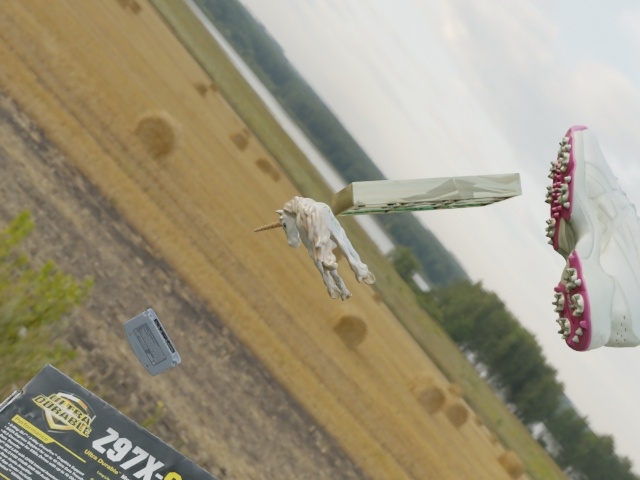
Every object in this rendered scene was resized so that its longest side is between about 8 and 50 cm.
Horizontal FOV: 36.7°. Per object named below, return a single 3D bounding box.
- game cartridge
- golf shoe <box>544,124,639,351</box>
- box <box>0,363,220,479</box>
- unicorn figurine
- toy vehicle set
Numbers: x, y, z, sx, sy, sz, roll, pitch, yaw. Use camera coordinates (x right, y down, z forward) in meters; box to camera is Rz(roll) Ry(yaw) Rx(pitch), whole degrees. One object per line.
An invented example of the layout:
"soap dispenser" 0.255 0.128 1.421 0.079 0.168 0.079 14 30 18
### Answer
"game cartridge" -0.228 0.138 1.294 0.083 0.056 0.017 61 24 -2
"golf shoe" 0.355 -0.004 1.187 0.115 0.140 0.306 95 -3 -63
"box" -0.200 0.286 0.842 0.322 0.079 0.257 32 37 7
"unicorn figurine" 0.000 0.000 0.853 0.111 0.060 0.162 57 -15 10
"toy vehicle set" 0.163 -0.071 1.529 0.166 0.266 0.035 156 -70 -80
